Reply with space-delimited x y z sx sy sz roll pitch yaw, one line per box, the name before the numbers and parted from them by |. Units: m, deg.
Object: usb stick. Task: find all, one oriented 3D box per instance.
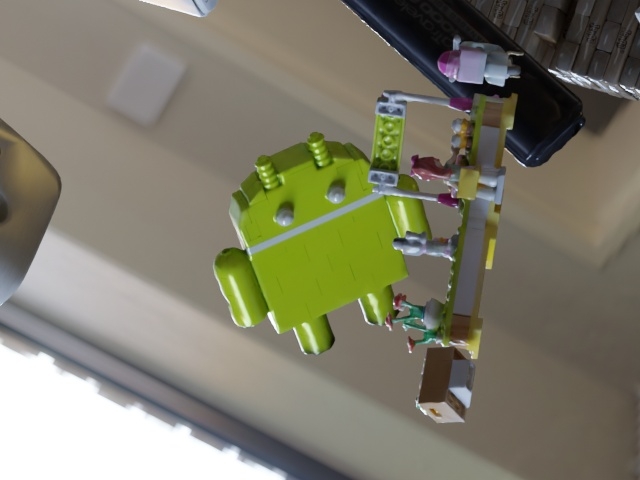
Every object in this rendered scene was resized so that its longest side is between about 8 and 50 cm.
usb stick | 0.106 -0.173 1.628 0.077 0.278 0.045 -45 168 -9

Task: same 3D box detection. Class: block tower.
block tower | 0.245 -0.210 1.915 0.091 0.335 0.097 16 94 -65

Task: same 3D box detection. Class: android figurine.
android figurine | 0.000 0.000 2.129 0.248 0.273 0.056 -22 -144 -8

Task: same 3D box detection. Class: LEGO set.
LEGO set | 0.080 -0.012 1.442 0.132 0.107 0.287 -30 129 -83

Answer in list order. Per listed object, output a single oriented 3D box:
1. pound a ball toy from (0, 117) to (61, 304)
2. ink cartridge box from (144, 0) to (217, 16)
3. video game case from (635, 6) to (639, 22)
pound a ball toy | -0.331 -0.039 1.267 0.208 0.319 0.136 -10 -132 40
ink cartridge box | -0.190 -0.334 1.842 0.172 0.237 0.100 -66 159 -17
video game case | 0.237 -0.127 1.056 0.122 0.087 0.011 -41 -158 -15
